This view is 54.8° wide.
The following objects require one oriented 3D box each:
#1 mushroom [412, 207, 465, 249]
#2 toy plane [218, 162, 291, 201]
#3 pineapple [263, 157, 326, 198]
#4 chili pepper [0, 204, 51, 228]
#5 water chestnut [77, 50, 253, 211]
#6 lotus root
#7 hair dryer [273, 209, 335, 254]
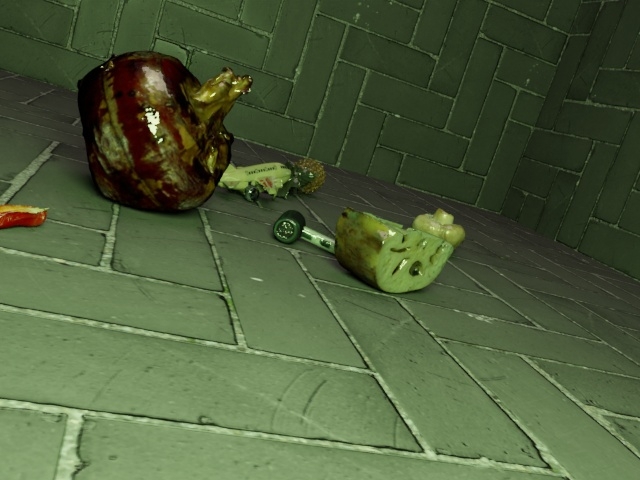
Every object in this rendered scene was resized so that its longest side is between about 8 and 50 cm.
[{"bbox_3d":[0.321,-0.026,1.682,0.147,0.112,0.148,26,12,-6],"label":"mushroom"},{"bbox_3d":[-0.170,-0.157,1.576,0.241,0.104,0.256,24,13,37],"label":"toy plane"},{"bbox_3d":[-0.078,-0.191,1.837,0.130,0.119,0.277,39,18,8],"label":"pineapple"},{"bbox_3d":[-0.432,-0.030,0.819,0.045,0.027,0.178,18,11,21],"label":"chili pepper"},{"bbox_3d":[-0.280,-0.216,1.171,0.346,0.336,0.335,-18,13,3],"label":"water chestnut"},{"bbox_3d":[0.133,0.022,1.151,0.234,0.138,0.119,7,21,-43],"label":"lotus root"},{"bbox_3d":[0.000,0.000,1.269,0.197,0.057,0.100,23,14,-2],"label":"hair dryer"}]
